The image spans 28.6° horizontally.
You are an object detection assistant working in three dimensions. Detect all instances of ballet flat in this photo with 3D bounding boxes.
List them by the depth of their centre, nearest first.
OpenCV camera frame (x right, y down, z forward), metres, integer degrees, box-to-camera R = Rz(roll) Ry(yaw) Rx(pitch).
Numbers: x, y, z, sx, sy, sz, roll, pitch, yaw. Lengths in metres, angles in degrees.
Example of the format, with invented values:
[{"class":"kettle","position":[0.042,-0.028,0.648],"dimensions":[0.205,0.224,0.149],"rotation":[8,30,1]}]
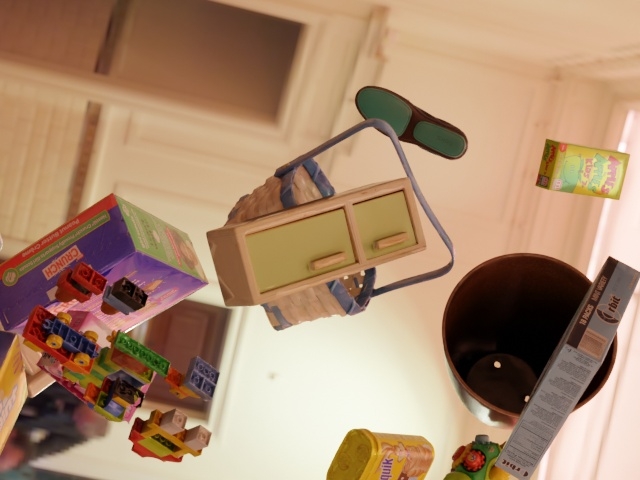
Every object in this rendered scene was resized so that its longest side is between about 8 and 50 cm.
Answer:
[{"class":"ballet flat","position":[0.148,-0.191,2.051],"dimensions":[0.074,0.203,0.074],"rotation":[-63,180,0]}]

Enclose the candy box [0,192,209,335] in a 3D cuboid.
[{"class":"candy box","position":[-0.379,0.066,2.171],"dimensions":[0.122,0.268,0.317],"rotation":[63,9,17]}]

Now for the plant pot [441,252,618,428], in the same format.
[{"class":"plant pot","position":[0.254,0.161,1.629],"dimensions":[0.230,0.215,0.215],"rotation":[91,7,-65]}]

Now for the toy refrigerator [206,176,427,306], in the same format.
[{"class":"toy refrigerator","position":[0.000,0.000,1.616],"dimensions":[0.094,0.269,0.102],"rotation":[-7,-82,59]}]

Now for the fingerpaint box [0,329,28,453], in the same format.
[{"class":"fingerpaint box","position":[-0.673,0.310,1.783],"dimensions":[0.163,0.371,0.445],"rotation":[96,6,-46]}]

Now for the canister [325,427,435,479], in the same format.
[{"class":"canister","position":[0.106,0.389,2.162],"dimensions":[0.073,0.169,0.126],"rotation":[39,-71,43]}]

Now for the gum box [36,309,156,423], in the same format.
[{"class":"gum box","position":[-0.360,0.210,2.054],"dimensions":[0.062,0.188,0.107],"rotation":[0,-126,43]}]

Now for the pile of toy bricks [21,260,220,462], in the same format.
[{"class":"pile of toy bricks","position":[-0.198,0.119,1.172],"dimensions":[0.105,0.212,0.118],"rotation":[-25,-143,38]}]

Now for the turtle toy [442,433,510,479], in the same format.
[{"class":"turtle toy","position":[0.196,0.300,1.610],"dimensions":[0.095,0.066,0.130],"rotation":[-52,180,35]}]

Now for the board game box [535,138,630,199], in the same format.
[{"class":"board game box","position":[0.499,-0.134,2.380],"dimensions":[0.043,0.181,0.092],"rotation":[26,-73,57]}]

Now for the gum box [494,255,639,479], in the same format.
[{"class":"gum box","position":[0.246,0.128,1.247],"dimensions":[0.157,0.041,0.184],"rotation":[-50,165,-49]}]

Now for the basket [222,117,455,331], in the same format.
[{"class":"basket","position":[0.019,-0.019,1.803],"dimensions":[0.255,0.288,0.201],"rotation":[62,23,-19]}]

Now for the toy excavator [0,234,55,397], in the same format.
[{"class":"toy excavator","position":[-0.663,0.050,2.310],"dimensions":[0.222,0.445,0.433],"rotation":[-36,157,-24]}]
